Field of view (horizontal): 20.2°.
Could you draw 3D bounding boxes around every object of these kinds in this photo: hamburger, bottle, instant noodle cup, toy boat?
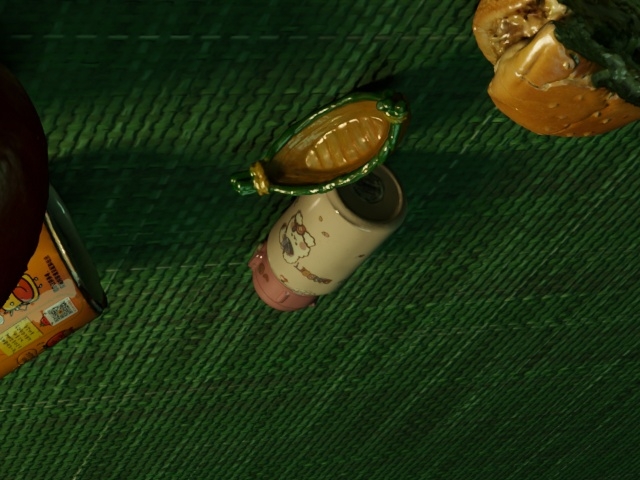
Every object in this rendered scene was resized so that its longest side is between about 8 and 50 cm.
[{"bbox_3d":[0.255,-0.175,1.820,0.156,0.144,0.283,-31,153,30],"label":"hamburger"},{"bbox_3d":[0.000,0.000,2.066,0.110,0.110,0.233,1,150,-32],"label":"bottle"},{"bbox_3d":[-0.332,0.037,1.859,0.172,0.216,0.216,-26,154,0],"label":"instant noodle cup"},{"bbox_3d":[0.011,-0.100,1.892,0.229,0.089,0.088,-28,166,31],"label":"toy boat"}]

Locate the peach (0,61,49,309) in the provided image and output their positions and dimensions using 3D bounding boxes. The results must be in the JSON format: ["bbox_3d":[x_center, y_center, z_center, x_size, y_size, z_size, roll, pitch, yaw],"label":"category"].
[{"bbox_3d":[-0.371,-0.039,1.572,0.281,0.281,0.338,-27,-173,23],"label":"peach"}]
